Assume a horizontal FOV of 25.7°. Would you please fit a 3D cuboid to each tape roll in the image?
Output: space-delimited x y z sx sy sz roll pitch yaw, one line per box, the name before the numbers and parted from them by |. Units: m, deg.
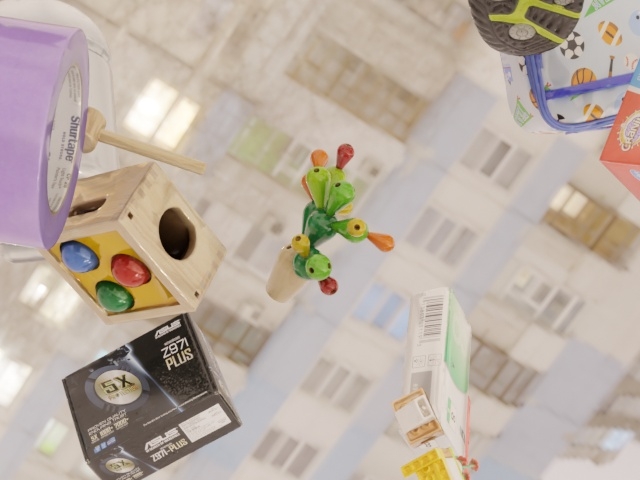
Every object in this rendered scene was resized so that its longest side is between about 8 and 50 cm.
tape roll | -0.252 -0.091 1.178 0.080 0.189 0.189 8 -163 0

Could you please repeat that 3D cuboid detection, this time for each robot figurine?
robot figurine | -0.356 -0.154 1.752 0.199 0.353 0.300 -5 161 -8

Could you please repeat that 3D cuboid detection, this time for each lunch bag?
lunch bag | 0.385 -0.261 1.858 0.303 0.243 0.115 -13 -178 -20

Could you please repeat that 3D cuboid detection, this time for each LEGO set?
LEGO set | 0.178 0.257 1.333 0.287 0.132 0.107 32 -166 37

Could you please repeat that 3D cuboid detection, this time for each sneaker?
sneaker | 0.233 -0.386 1.627 0.145 0.385 0.147 -1 -136 13

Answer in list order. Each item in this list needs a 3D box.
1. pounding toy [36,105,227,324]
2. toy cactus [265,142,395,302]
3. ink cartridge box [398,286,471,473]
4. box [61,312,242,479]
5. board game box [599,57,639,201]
pounding toy | -0.187 -0.022 1.322 0.206 0.181 0.094 53 -135 -30
toy cactus | 0.000 0.000 1.617 0.112 0.180 0.219 20 -145 -20
ink cartridge box | 0.151 0.189 1.561 0.225 0.056 0.181 56 -148 -44
box | -0.205 0.195 1.700 0.077 0.180 0.147 61 -179 -44
board game box | 0.456 -0.116 1.585 0.064 0.242 0.316 10 160 46
